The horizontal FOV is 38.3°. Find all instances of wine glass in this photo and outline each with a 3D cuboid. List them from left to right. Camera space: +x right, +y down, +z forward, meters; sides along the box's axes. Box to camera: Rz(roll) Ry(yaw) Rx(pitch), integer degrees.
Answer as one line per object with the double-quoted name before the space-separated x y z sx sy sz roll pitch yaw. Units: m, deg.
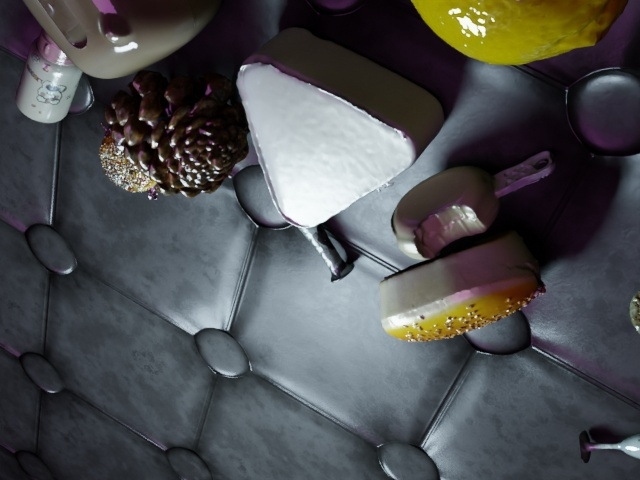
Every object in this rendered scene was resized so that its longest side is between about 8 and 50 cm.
"wine glass" 0.578 0.379 1.686 0.198 0.066 0.066 -8 117 35

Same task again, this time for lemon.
"lemon" 0.248 -0.391 1.147 0.347 0.348 0.348 17 130 21

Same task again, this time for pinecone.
"pinecone" -0.255 -0.205 1.674 0.309 0.244 0.244 30 136 34

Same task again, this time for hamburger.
"hamburger" -0.369 -0.163 1.863 0.189 0.093 0.164 26 132 12
"hamburger" 0.236 0.089 1.581 0.295 0.227 0.151 -20 87 44

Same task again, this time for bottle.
"bottle" -0.523 -0.343 1.815 0.110 0.110 0.233 39 134 1

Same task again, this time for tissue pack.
"tissue pack" -0.369 -0.465 1.516 0.267 0.277 0.387 -17 111 42

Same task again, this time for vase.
"vase" 0.000 0.000 1.774 0.059 0.059 0.167 -21 110 41

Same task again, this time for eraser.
"eraser" 0.002 -0.212 1.557 0.331 0.150 0.331 17 132 20

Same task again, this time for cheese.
"cheese" 0.250 -0.071 1.507 0.286 0.163 0.082 -26 123 26

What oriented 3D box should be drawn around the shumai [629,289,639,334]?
"shumai" 0.572 0.130 1.501 0.099 0.124 0.087 -38 139 25
